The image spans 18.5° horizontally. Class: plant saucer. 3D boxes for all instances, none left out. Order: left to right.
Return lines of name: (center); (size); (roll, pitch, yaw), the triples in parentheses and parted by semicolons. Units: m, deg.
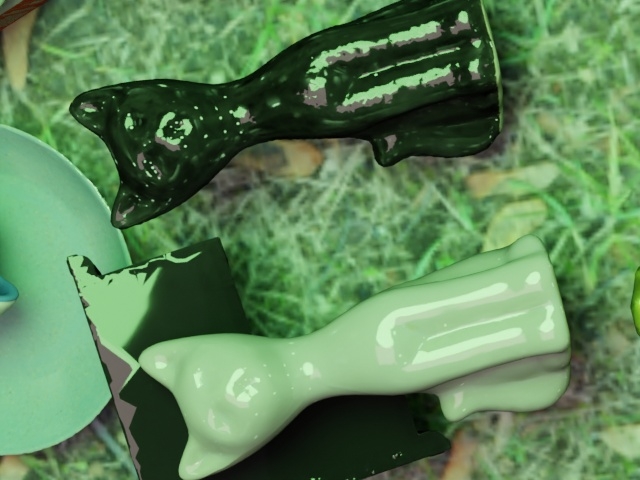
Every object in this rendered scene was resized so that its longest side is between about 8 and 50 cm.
plant saucer: (-0.185, 0.024, 1.114); (0.195, 0.037, 0.195); (5, 103, 20)

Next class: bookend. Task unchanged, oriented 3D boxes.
bookend: (-0.034, 0.061, 1.028); (0.156, 0.072, 0.157); (-19, 86, -5)

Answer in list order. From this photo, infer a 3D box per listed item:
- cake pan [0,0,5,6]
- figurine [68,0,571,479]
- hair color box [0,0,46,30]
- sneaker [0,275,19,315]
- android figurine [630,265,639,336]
cake pan: (-0.266, -0.218, 1.033); (0.293, 0.054, 0.293); (-2, 87, 28)
figurine: (0.000, 0.000, 0.964); (0.209, 0.092, 0.215); (-15, 86, 2)
hair color box: (-0.232, -0.138, 1.085); (0.167, 0.053, 0.093); (-28, 92, 22)
sneaker: (-0.211, -0.014, 1.067); (0.059, 0.053, 0.144); (-19, 104, 23)
android figurine: (0.291, 0.061, 0.939); (0.272, 0.056, 0.248); (-7, 99, 22)
